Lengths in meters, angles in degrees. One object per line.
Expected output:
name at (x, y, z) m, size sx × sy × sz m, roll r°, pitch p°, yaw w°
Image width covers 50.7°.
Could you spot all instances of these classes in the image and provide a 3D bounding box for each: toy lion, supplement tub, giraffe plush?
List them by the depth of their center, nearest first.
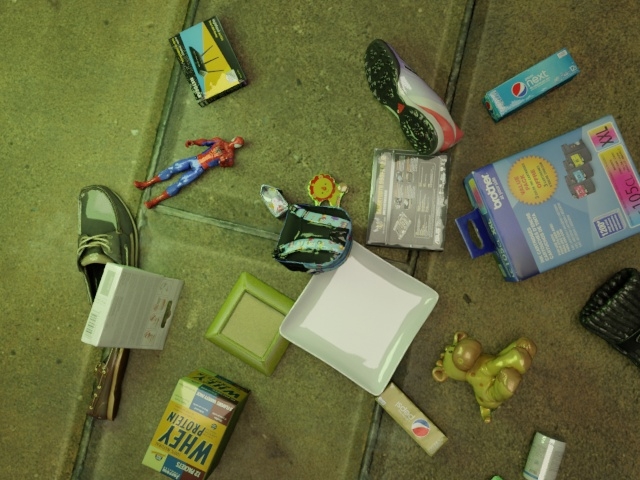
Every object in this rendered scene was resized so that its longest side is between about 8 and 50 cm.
giraffe plush at (0.356, 0.281, 1.516) m, size 0.170 × 0.181 × 0.210 m, roll 34°, pitch 124°, yaw 15°
supplement tub at (0.504, 0.493, 1.520) m, size 0.071 × 0.071 × 0.107 m, roll 19°, pitch 88°, yaw 5°
toy lion at (0.014, -0.108, 1.610) m, size 0.096 × 0.034 × 0.100 m, roll 12°, pitch 88°, yaw 11°

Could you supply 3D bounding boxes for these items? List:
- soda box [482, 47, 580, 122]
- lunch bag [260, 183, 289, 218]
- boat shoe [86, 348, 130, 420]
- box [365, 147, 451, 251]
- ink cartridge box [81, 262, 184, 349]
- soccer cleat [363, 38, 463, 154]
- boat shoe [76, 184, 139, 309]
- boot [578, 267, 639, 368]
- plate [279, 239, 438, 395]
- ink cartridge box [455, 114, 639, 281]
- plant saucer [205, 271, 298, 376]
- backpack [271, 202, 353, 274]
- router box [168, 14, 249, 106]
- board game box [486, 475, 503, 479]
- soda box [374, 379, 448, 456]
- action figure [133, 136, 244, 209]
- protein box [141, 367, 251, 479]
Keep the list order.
soda box at (0.487, -0.359, 1.573) m, size 0.210 × 0.071 × 0.067 m, roll -29°, pitch 84°, yaw 1°
lunch bag at (-0.107, -0.096, 1.594) m, size 0.053 × 0.071 × 0.083 m, roll -37°, pitch 84°, yaw -1°
boat shoe at (-0.502, 0.320, 1.592) m, size 0.073 × 0.073 × 0.207 m, roll 13°, pitch 87°, yaw 2°
box at (0.205, -0.094, 1.582) m, size 0.183 × 0.056 × 0.231 m, roll 4°, pitch 86°, yaw 4°
ink cartridge box at (-0.421, 0.155, 1.537) m, size 0.056 × 0.224 × 0.181 m, roll 17°, pitch 88°, yaw 26°
soccer cleat at (0.213, -0.340, 1.585) m, size 0.116 × 0.108 × 0.318 m, roll -17°, pitch 68°, yaw -36°
boat shoe at (-0.497, 0.035, 1.580) m, size 0.132 × 0.130 × 0.355 m, roll -16°, pitch 86°, yaw 2°
boot at (0.780, 0.137, 1.494) m, size 0.260 × 0.131 × 0.348 m, roll 44°, pitch 90°, yaw 5°
plate at (0.089, 0.170, 1.566) m, size 0.278 × 0.045 × 0.277 m, roll 32°, pitch 82°, yaw 5°
ink cartridge box at (0.501, -0.076, 1.519) m, size 0.395 × 0.151 × 0.270 m, roll -23°, pitch 85°, yaw 3°
plant saucer at (-0.154, 0.198, 1.592) m, size 0.188 × 0.045 × 0.188 m, roll 31°, pitch 89°, yaw 5°
backpack at (0.000, 0.000, 1.520) m, size 0.173 × 0.117 × 0.158 m, roll 4°, pitch 67°, yaw 30°
router box at (-0.271, -0.434, 1.638) m, size 0.133 × 0.046 × 0.179 m, roll -26°, pitch 85°, yaw 1°
board game box at (0.366, 0.669, 1.535) m, size 0.124 × 0.039 × 0.259 m, roll 38°, pitch 92°, yaw 4°
soda box at (0.207, 0.405, 1.548) m, size 0.058 × 0.061 × 0.181 m, roll -44°, pitch 85°, yaw 0°
action figure at (-0.307, -0.176, 1.583) m, size 0.280 × 0.139 × 0.091 m, roll -29°, pitch 86°, yaw -1°
protein box at (-0.270, 0.412, 1.507) m, size 0.136 × 0.201 × 0.200 m, roll 24°, pitch 88°, yaw 4°
